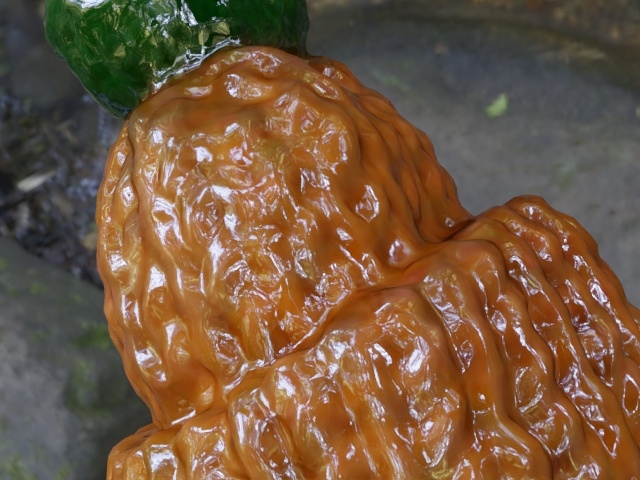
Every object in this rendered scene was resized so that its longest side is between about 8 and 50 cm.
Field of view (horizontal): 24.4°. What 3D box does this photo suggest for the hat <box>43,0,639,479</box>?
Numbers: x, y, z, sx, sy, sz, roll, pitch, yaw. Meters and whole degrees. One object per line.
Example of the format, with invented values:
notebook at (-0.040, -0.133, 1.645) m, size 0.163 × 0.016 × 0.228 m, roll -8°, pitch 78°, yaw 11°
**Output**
hat at (0.000, 0.000, 0.695) m, size 0.285 × 0.400 × 0.285 m, roll -21°, pitch 4°, yaw 1°
